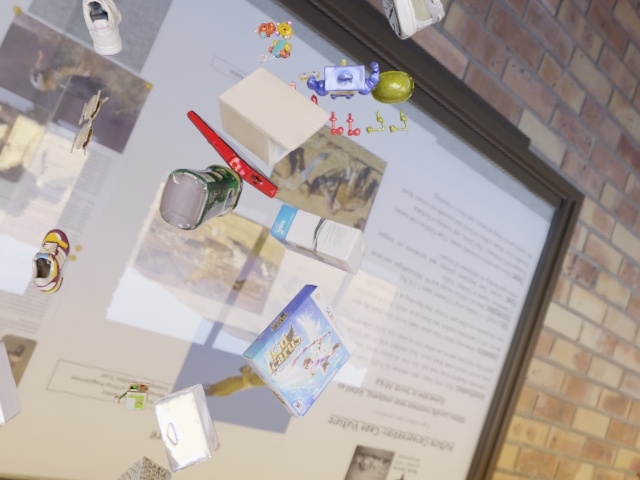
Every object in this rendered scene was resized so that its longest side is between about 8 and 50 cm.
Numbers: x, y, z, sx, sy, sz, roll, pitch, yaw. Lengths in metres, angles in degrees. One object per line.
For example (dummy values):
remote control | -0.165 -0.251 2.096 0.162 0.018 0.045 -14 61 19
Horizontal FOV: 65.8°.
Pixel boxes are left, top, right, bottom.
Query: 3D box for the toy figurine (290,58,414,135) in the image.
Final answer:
toy figurine | 0.091 -0.399 1.350 0.363 0.191 0.217 1 -179 0

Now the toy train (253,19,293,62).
toy train | -0.134 -0.583 1.456 0.125 0.166 0.046 -13 153 19

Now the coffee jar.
coffee jar | -0.199 -0.080 0.857 0.079 0.096 0.184 23 -166 5

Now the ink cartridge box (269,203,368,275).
ink cartridge box | 0.000 0.000 1.826 0.308 0.129 0.223 20 168 19

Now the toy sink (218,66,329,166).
toy sink | -0.113 -0.289 1.228 0.234 0.153 0.131 37 154 15

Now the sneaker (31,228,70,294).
sneaker | -0.680 0.039 1.247 0.070 0.185 0.084 -5 150 -11

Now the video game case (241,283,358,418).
video game case | -0.045 0.298 1.344 0.061 0.269 0.244 2 131 51

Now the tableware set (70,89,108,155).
tableware set | -0.727 -0.370 1.568 0.128 0.194 0.039 -13 153 43

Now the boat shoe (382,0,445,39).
boat shoe | 0.142 -0.502 0.831 0.320 0.103 0.118 64 -175 -46

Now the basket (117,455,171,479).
basket | -0.475 0.675 1.307 0.103 0.113 0.167 51 180 -20

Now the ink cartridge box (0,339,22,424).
ink cartridge box | -0.939 0.391 1.235 0.283 0.207 0.117 -15 179 -13

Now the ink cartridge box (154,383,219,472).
ink cartridge box | -0.438 0.609 1.645 0.131 0.226 0.306 -17 170 -12

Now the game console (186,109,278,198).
game console | -0.333 -0.323 1.937 0.342 0.060 0.386 44 -177 19

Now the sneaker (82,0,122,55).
sneaker | -0.720 -0.755 1.630 0.114 0.305 0.152 -17 151 -16

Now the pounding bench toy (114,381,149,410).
pounding bench toy | -0.515 0.422 1.351 0.083 0.052 0.065 8 -169 -15
